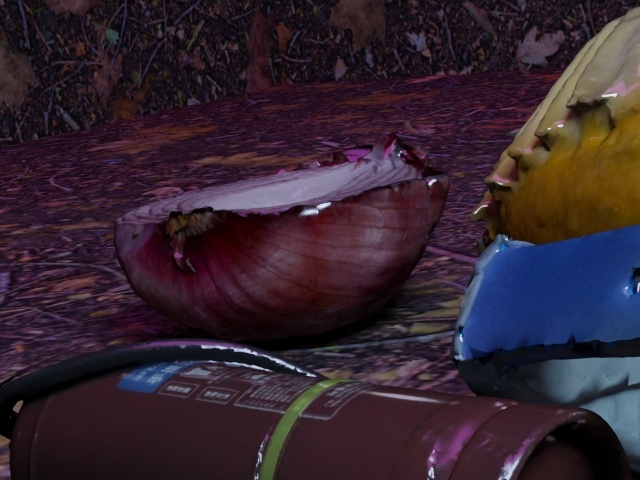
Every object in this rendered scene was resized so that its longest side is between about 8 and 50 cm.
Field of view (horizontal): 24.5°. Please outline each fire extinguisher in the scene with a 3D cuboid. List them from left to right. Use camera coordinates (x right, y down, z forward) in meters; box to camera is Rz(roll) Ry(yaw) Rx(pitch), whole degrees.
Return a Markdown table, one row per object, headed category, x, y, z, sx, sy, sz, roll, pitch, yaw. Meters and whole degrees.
| category | x | y | z | sx | sy | sz | roll | pitch | yaw |
| --- | --- | --- | --- | --- | --- | --- | --- | --- | --- |
| fire extinguisher | -0.027 | 0.104 | 0.648 | 0.341 | 0.105 | 0.141 | 2 | -25 | 43 |

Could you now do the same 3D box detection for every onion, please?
| category | x | y | z | sx | sy | sz | roll | pitch | yaw |
| --- | --- | --- | --- | --- | --- | --- | --- | --- | --- |
| onion | 0.000 | 0.000 | 1.081 | 0.227 | 0.120 | 0.283 | 0 | 16 | 42 |

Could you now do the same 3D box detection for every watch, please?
| category | x | y | z | sx | sy | sz | roll | pitch | yaw |
| --- | --- | --- | --- | --- | --- | --- | --- | --- | --- |
| watch | 0.160 | 0.045 | 0.519 | 0.275 | 0.068 | 0.276 | 10 | -19 | 41 |

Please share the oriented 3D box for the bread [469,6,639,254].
| category | x | y | z | sx | sy | sz | roll | pitch | yaw |
| --- | --- | --- | --- | --- | --- | --- | --- | --- | --- |
| bread | 0.250 | -0.002 | 0.663 | 0.389 | 0.236 | 0.183 | 0 | 49 | 45 |
